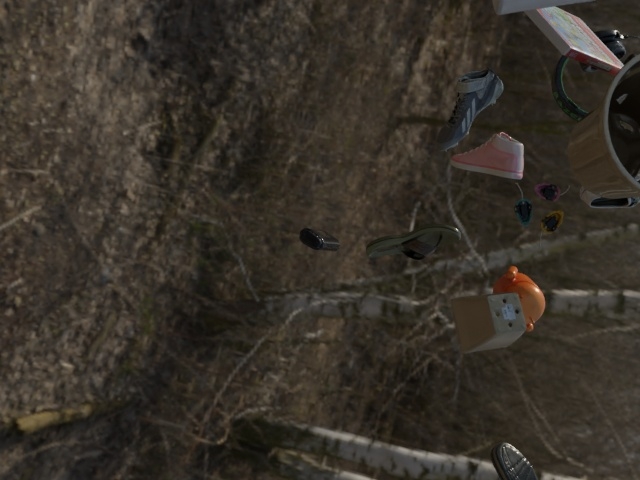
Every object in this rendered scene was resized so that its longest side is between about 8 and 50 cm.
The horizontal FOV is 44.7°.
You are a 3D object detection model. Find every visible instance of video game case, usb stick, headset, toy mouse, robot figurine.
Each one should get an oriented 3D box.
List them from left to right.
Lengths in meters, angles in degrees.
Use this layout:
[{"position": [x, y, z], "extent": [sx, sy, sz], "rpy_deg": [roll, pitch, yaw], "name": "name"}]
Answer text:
[{"position": [0.000, 0.000, 2.145], "extent": [0.045, 0.077, 0.278], "rpy_deg": [-53, 171, 5], "name": "usb stick"}, {"position": [0.561, 0.163, 2.209], "extent": [0.219, 0.128, 0.158], "rpy_deg": [-87, -165, -78], "name": "robot figurine"}, {"position": [0.492, -0.085, 1.773], "extent": [0.161, 0.143, 0.031], "rpy_deg": [-52, -175, 1], "name": "toy mouse"}, {"position": [0.563, -0.459, 1.740], "extent": [0.285, 0.204, 0.025], "rpy_deg": [2, 138, -44], "name": "video game case"}, {"position": [0.822, -0.495, 2.135], "extent": [0.394, 0.243, 0.185], "rpy_deg": [-43, 171, -7], "name": "headset"}]

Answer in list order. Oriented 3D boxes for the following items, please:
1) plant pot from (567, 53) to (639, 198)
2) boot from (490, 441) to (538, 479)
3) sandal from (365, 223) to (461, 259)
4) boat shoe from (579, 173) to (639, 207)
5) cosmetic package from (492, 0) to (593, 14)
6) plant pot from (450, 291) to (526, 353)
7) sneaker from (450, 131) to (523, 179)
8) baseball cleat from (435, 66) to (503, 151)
[{"position": [0.714, -0.224, 1.728], "extent": [0.305, 0.334, 0.333], "rpy_deg": [145, -41, -82], "name": "plant pot"}, {"position": [0.411, 0.574, 1.737], "extent": [0.085, 0.236, 0.178], "rpy_deg": [-30, 175, -41], "name": "boot"}, {"position": [0.295, 0.024, 2.447], "extent": [0.120, 0.303, 0.086], "rpy_deg": [56, 23, -60], "name": "sandal"}, {"position": [0.796, -0.115, 2.028], "extent": [0.075, 0.226, 0.083], "rpy_deg": [-94, 174, -51], "name": "boat shoe"}, {"position": [0.305, -0.536, 1.002], "extent": [0.453, 0.162, 0.230], "rpy_deg": [78, 5, -66], "name": "cosmetic package"}, {"position": [0.329, 0.149, 1.488], "extent": [0.096, 0.109, 0.109], "rpy_deg": [141, -59, -61], "name": "plant pot"}, {"position": [0.273, -0.143, 1.261], "extent": [0.051, 0.134, 0.070], "rpy_deg": [-5, 106, -42], "name": "sneaker"}, {"position": [0.316, -0.302, 1.749], "extent": [0.206, 0.072, 0.109], "rpy_deg": [-49, 126, 4], "name": "baseball cleat"}]
